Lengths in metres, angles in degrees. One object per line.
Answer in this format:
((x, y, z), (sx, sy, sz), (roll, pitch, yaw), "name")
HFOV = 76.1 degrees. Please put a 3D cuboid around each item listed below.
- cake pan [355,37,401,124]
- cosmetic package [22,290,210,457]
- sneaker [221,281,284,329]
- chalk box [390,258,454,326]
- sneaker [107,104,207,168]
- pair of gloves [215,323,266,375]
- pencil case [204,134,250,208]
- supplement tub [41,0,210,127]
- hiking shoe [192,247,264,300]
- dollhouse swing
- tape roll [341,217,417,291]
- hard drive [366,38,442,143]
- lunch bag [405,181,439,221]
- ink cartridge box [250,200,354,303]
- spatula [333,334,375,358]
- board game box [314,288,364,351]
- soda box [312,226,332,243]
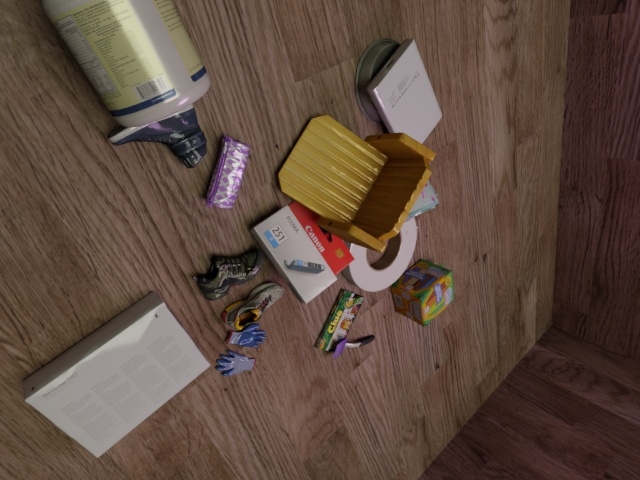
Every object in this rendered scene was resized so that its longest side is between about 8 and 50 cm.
((0.249, -0.564, 1.461), (0.293, 0.054, 0.293), (-15, 116, -35), "cake pan")
((-0.541, 0.367, 1.137), (0.377, 0.097, 0.284), (-37, 128, -23), "cosmetic package")
((-0.209, 0.223, 1.359), (0.225, 0.093, 0.088), (-35, 126, -25), "sneaker")
((0.491, 0.218, 1.875), (0.289, 0.179, 0.180), (-35, 126, -25), "chalk box")
((-0.394, -0.242, 1.032), (0.226, 0.086, 0.163), (-33, 122, -27), "sneaker")
((-0.271, 0.377, 1.415), (0.159, 0.023, 0.198), (16, 97, -44), "pair of gloves")
((-0.264, -0.191, 1.157), (0.088, 0.086, 0.206), (-9, 116, -74), "pencil case")
((-0.403, -0.431, 0.852), (0.235, 0.235, 0.324), (-39, 127, -22), "supplement tub")
((-0.275, 0.084, 1.255), (0.227, 0.086, 0.114), (-39, 130, -21), "hiking shoe")
((0.093, -0.206, 1.251), (0.305, 0.315, 0.346), (34, 83, -28), "dollhouse swing")
((0.241, 0.018, 1.665), (0.392, 0.072, 0.391), (-15, 115, -35), "tape roll")
((0.313, -0.492, 1.466), (0.233, 0.047, 0.353), (-53, 137, -8), "hard drive")
((0.288, -0.180, 1.500), (0.262, 0.160, 0.223), (-25, 84, -20), "lunch bag")
((-0.041, 0.014, 1.347), (0.261, 0.066, 0.296), (-37, 97, -23), "ink cartridge box")
((0.149, 0.448, 1.761), (0.297, 0.030, 0.084), (0, 115, -47), "spatula")
((0.081, 0.333, 1.683), (0.136, 0.030, 0.259), (25, 90, -40), "board game box")
((0.000, 0.000, 1.459), (0.210, 0.071, 0.067), (-30, 124, -27), "soda box")
